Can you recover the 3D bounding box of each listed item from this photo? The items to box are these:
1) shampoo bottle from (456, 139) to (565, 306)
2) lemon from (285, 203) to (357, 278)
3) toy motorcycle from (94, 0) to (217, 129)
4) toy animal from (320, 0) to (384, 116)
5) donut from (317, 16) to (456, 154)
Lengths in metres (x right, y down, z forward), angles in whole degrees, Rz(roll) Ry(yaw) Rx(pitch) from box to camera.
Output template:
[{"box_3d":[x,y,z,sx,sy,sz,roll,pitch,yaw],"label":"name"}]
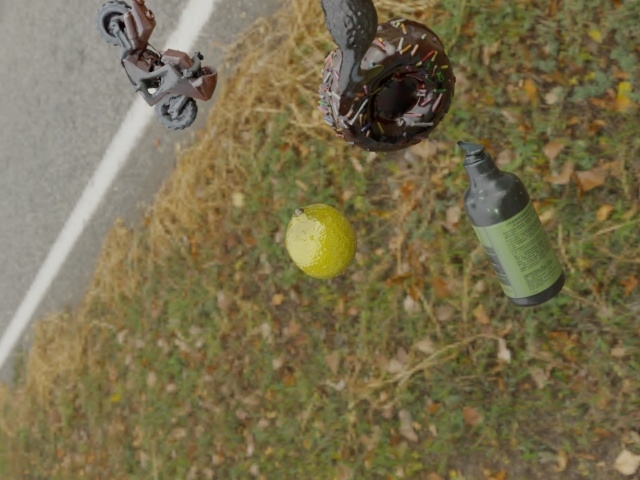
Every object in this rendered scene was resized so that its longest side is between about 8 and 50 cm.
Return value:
[{"box_3d":[0.290,-0.032,1.382,0.101,0.101,0.284,11,135,59],"label":"shampoo bottle"},{"box_3d":[0.000,0.000,1.373,0.109,0.133,0.109,-34,26,19],"label":"lemon"},{"box_3d":[-0.231,-0.266,1.282,0.118,0.213,0.084,-24,26,20],"label":"toy motorcycle"},{"box_3d":[0.027,-0.221,0.841,0.070,0.105,0.203,28,121,58],"label":"toy animal"},{"box_3d":[0.113,-0.236,1.409,0.089,0.235,0.235,61,139,44],"label":"donut"}]
